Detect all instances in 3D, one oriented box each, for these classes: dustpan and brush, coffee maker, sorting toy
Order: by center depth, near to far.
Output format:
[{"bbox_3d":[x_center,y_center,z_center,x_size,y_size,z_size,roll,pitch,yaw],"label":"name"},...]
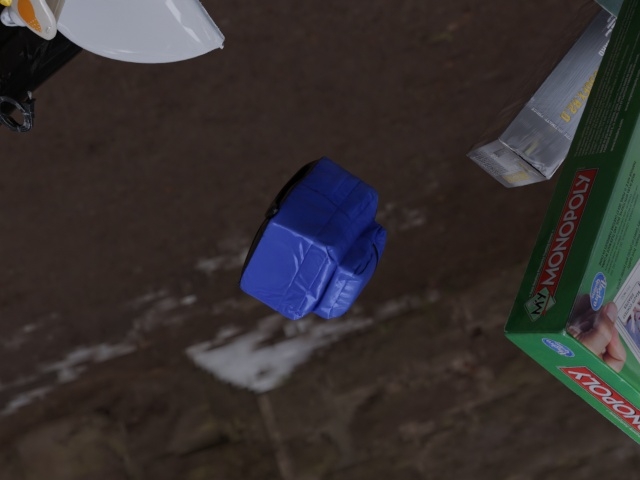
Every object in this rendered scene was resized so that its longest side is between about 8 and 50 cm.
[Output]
[{"bbox_3d":[-0.164,-0.177,0.938,0.045,0.083,0.075,19,156,-8],"label":"sorting toy"},{"bbox_3d":[-0.166,-0.175,1.094,0.211,0.147,0.060,-17,-153,37],"label":"dustpan and brush"},{"bbox_3d":[-0.315,-0.184,1.581,0.178,0.171,0.120,-53,167,-42],"label":"coffee maker"}]

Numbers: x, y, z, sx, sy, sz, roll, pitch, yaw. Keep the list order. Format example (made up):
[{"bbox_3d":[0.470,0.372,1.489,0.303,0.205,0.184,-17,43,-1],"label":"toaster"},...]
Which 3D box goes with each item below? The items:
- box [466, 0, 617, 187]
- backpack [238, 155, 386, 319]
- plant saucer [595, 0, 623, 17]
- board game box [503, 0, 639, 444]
[{"bbox_3d":[0.216,-0.135,1.374,0.183,0.056,0.231,-52,-179,-1],"label":"box"},{"bbox_3d":[0.000,0.000,1.288,0.098,0.101,0.120,-56,-177,40],"label":"backpack"},{"bbox_3d":[0.211,-0.218,1.087,0.195,0.195,0.037,-2,146,-47],"label":"plant saucer"},{"bbox_3d":[0.232,-0.032,0.888,0.213,0.317,0.046,39,153,-31],"label":"board game box"}]
